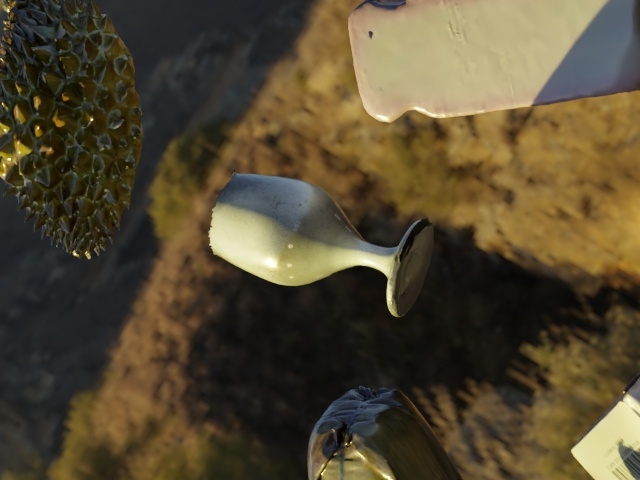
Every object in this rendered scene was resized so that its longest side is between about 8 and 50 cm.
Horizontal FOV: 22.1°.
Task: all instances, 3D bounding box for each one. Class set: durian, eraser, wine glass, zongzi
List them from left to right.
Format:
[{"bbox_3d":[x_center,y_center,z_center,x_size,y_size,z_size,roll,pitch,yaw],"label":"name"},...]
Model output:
[{"bbox_3d":[-0.265,-0.144,1.716,0.172,0.306,0.166,-21,-13,5],"label":"durian"},{"bbox_3d":[0.000,0.000,1.860,0.126,0.241,0.126,-51,-29,-43],"label":"wine glass"},{"bbox_3d":[0.018,0.289,1.437,0.300,0.286,0.138,-26,14,34],"label":"zongzi"},{"bbox_3d":[0.208,-0.193,1.557,0.359,0.272,0.122,-29,-66,-69],"label":"eraser"}]

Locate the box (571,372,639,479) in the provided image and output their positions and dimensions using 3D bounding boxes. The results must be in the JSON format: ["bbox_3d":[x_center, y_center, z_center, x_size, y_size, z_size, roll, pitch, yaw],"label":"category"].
[{"bbox_3d":[0.407,0.125,1.667,0.299,0.106,0.200,-41,-11,-21],"label":"box"}]
